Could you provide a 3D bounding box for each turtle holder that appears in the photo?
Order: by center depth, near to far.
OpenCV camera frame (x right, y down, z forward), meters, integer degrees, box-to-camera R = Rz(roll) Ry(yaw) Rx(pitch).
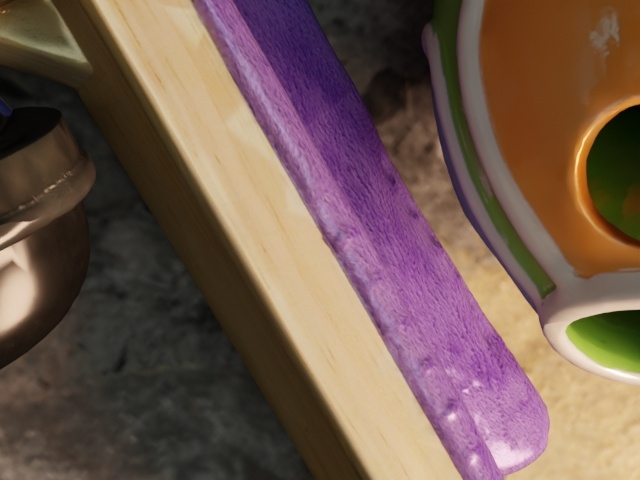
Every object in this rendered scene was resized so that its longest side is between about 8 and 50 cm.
[{"bbox_3d":[0.162,-0.050,0.500,0.243,0.320,0.228,7,71,2],"label":"turtle holder"}]

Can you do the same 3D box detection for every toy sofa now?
[{"bbox_3d":[0.000,0.000,0.494,0.177,0.150,0.363,-33,99,-22],"label":"toy sofa"}]

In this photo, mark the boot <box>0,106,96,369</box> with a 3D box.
[{"bbox_3d":[-0.176,0.123,0.438,0.348,0.131,0.260,-27,110,17],"label":"boot"}]

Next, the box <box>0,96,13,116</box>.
[{"bbox_3d":[-0.245,-0.006,0.514,0.225,0.036,0.136,-43,101,-9],"label":"box"}]
